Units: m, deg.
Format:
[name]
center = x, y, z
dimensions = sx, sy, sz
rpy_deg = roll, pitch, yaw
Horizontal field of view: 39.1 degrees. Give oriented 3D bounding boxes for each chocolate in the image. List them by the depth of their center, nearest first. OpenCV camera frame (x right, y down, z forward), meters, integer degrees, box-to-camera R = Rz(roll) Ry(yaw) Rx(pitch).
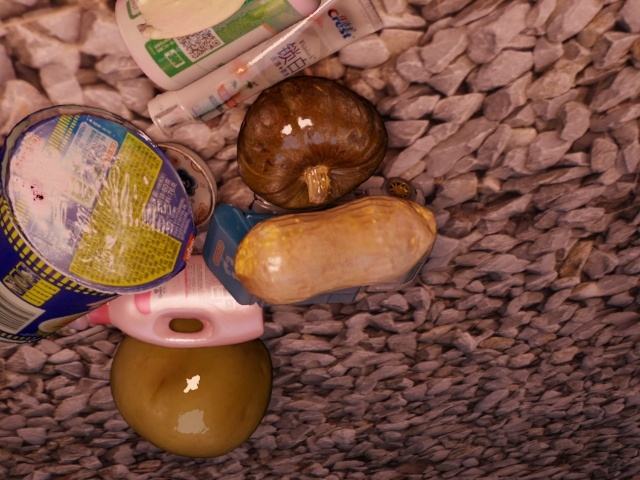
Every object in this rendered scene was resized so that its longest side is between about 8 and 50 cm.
[chocolate]
center = 0.022, 0.011, 1.286
dimensions = 0.309, 0.134, 0.134
rpy_deg = -13, 148, -20

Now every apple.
[apple]
center = -0.220, 0.261, 1.654
dimensions = 0.295, 0.233, 0.258
rpy_deg = 31, 94, -35

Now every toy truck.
[toy truck]
center = 0.000, 0.000, 1.444
dimensions = 0.367, 0.175, 0.146
rpy_deg = -3, 146, -19

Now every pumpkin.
[pumpkin]
center = -0.018, -0.125, 1.271
dimensions = 0.218, 0.162, 0.219
rpy_deg = -10, 150, -6

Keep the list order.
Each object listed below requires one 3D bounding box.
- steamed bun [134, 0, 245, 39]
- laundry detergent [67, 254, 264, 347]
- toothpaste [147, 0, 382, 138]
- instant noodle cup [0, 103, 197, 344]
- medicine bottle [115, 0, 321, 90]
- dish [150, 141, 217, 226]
[steamed bun]
center = -0.173, -0.310, 0.895
dimensions = 0.200, 0.226, 0.170
rpy_deg = 15, 138, -36
[laundry detergent]
center = -0.265, 0.106, 1.540
dimensions = 0.335, 0.159, 0.088
rpy_deg = -3, 174, -4
[toothpaste]
center = -0.077, -0.234, 1.186
dimensions = 0.323, 0.066, 0.100
rpy_deg = -27, 144, 12
[instant noodle cup]
center = -0.376, 0.006, 1.275
dimensions = 0.284, 0.284, 0.312
rpy_deg = 17, 144, -35
[medicine bottle]
center = -0.092, -0.290, 1.034
dimensions = 0.274, 0.133, 0.133
rpy_deg = -26, 143, 20
[dish]
center = -0.203, -0.096, 1.340
dimensions = 0.141, 0.078, 0.141
rpy_deg = 14, 128, 18
